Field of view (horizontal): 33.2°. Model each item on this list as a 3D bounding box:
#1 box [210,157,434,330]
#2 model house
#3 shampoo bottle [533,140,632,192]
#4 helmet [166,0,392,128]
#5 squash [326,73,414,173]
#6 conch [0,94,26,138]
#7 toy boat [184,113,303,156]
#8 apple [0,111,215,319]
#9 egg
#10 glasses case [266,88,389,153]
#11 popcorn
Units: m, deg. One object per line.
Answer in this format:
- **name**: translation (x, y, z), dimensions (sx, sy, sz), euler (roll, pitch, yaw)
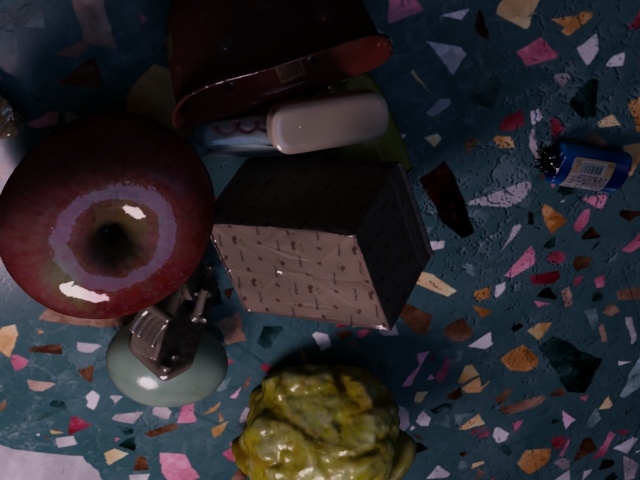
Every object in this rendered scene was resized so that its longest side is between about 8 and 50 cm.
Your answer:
- **box**: translation (0.000, 0.000, 1.786), dimensions (0.297, 0.190, 0.225), euler (3, 135, 30)
- **model house**: translation (-0.254, 0.103, 1.855), dimensions (0.122, 0.229, 0.188), euler (15, 140, 4)
- **shampoo bottle**: translation (0.482, -0.137, 1.989), dimensions (0.183, 0.050, 0.087), euler (7, 126, -20)
- **helmet**: translation (-0.087, -0.322, 1.545), dimensions (0.337, 0.385, 0.230), euler (-18, 88, 0)
- **squash**: translation (0.078, -0.195, 1.792), dimensions (0.137, 0.137, 0.287), euler (-16, 125, -4)
- **conch**: translation (-0.585, -0.185, 1.593), dimensions (0.291, 0.159, 0.210), euler (25, 115, -31)
- **toy boat**: translation (-0.115, -0.180, 1.758), dimensions (0.207, 0.134, 0.079), euler (-3, 85, -15)
- **apple**: translation (-0.336, -0.042, 1.687), dimensions (0.344, 0.269, 0.345), euler (-4, 108, -13)
- **egg**: translation (-0.281, 0.223, 1.975), dimensions (0.231, 0.168, 0.168), euler (9, 123, -29)
- **glasses case**: translation (0.012, -0.188, 1.697), dimensions (0.196, 0.050, 0.083), euler (-9, 107, -17)
- **popcorn**: translation (0.002, 0.401, 2.113), dimensions (0.293, 0.292, 0.334), euler (34, 107, -27)
